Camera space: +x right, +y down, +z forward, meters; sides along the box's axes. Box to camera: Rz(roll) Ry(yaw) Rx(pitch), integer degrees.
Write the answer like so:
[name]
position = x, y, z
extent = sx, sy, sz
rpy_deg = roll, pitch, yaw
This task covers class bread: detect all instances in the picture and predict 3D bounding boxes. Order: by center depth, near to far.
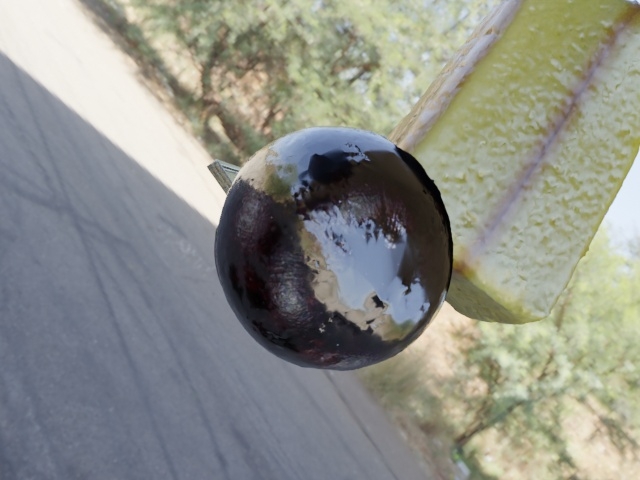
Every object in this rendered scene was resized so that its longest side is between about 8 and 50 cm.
[bread]
position = 0.217, -0.112, 0.950
extent = 0.233, 0.362, 0.245
rpy_deg = 36, -6, -7

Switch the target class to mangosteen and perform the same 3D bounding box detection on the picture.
[mangosteen]
position = 0.000, 0.000, 0.737
extent = 0.211, 0.211, 0.250
rpy_deg = 48, -9, -24

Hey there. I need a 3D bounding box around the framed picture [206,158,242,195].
[framed picture]
position = -0.081, -0.035, 1.073
extent = 0.150, 0.015, 0.203
rpy_deg = 55, 4, 0
